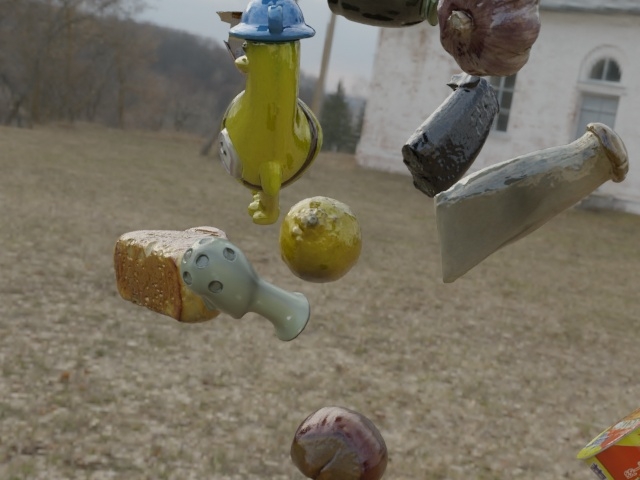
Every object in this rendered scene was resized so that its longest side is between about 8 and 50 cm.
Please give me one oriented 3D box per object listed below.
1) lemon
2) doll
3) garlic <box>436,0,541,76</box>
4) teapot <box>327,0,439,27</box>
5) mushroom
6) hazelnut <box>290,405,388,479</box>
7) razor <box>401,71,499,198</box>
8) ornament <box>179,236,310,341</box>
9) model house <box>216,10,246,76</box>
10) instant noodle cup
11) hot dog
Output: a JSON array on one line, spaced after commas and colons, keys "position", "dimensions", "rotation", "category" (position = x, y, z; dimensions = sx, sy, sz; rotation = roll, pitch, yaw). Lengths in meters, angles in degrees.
[{"position": [0.000, 0.000, 2.148], "dimensions": [0.204, 0.204, 0.260], "rotation": [11, -18, 13], "category": "lemon"}, {"position": [-0.064, -0.163, 1.210], "dimensions": [0.145, 0.363, 0.199], "rotation": [-4, 55, -8], "category": "doll"}, {"position": [0.211, -0.283, 1.164], "dimensions": [0.102, 0.159, 0.147], "rotation": [-22, 36, -39], "category": "garlic"}, {"position": [0.164, -0.510, 1.832], "dimensions": [0.239, 0.240, 0.321], "rotation": [27, -12, 15], "category": "teapot"}, {"position": [0.365, -0.086, 1.671], "dimensions": [0.407, 0.154, 0.137], "rotation": [-31, -3, 3], "category": "mushroom"}, {"position": [0.046, 0.467, 2.027], "dimensions": [0.212, 0.181, 0.181], "rotation": [40, -3, 12], "category": "hazelnut"}, {"position": [0.333, -0.268, 2.277], "dimensions": [0.107, 0.327, 0.189], "rotation": [9, -38, 44], "category": "razor"}, {"position": [-0.091, 0.056, 1.044], "dimensions": [0.156, 0.081, 0.075], "rotation": [33, 10, -29], "category": "ornament"}, {"position": [-0.158, -0.468, 2.200], "dimensions": [0.207, 0.136, 0.219], "rotation": [9, 4, -4], "category": "model house"}, {"position": [0.617, 0.417, 1.702], "dimensions": [0.174, 0.213, 0.213], "rotation": [54, 24, 13], "category": "instant noodle cup"}, {"position": [-0.334, 0.071, 2.233], "dimensions": [0.223, 0.185, 0.405], "rotation": [-15, 17, -36], "category": "hot dog"}]
